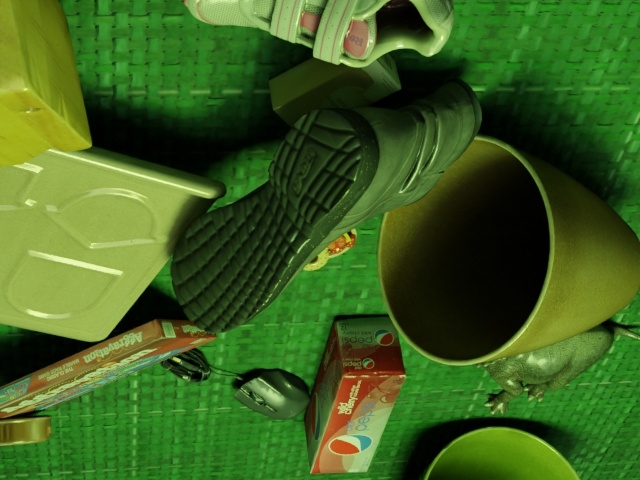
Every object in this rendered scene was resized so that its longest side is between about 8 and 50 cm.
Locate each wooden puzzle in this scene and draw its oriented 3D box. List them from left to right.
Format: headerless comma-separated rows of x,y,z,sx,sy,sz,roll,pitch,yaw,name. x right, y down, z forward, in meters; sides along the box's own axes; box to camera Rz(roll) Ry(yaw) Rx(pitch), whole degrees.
-0.313,-0.022,1.322,0.322,0.081,0.348,16,141,-29,wooden puzzle

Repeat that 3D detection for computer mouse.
-0.109,0.189,1.670,0.242,0.041,0.071,22,134,-34,computer mouse

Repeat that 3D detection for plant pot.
0.225,0.452,1.937,0.274,0.275,0.293,3,157,-17,plant pot
0.232,0.021,1.391,0.254,0.237,0.237,8,142,-42,plant pot

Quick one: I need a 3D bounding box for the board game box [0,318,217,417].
-0.278,0.157,1.552,0.281,0.027,0.145,-24,167,18,board game box

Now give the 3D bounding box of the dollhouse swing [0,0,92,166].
-0.394,-0.216,0.992,0.346,0.305,0.315,-10,173,1,dollhouse swing

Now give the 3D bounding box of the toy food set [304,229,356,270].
0.000,0.000,1.458,0.083,0.020,0.082,-19,142,14,toy food set

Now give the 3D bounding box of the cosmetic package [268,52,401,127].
0.014,-0.151,1.242,0.115,0.041,0.060,-27,141,22,cosmetic package

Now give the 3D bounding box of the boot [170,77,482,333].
0.010,-0.027,1.298,0.222,0.118,0.338,-18,164,-48,boot

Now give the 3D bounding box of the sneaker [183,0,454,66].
0.007,-0.210,1.103,0.252,0.111,0.103,-4,143,-7,sneaker

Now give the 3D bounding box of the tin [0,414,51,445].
-0.440,0.246,1.638,0.189,0.040,0.106,-2,179,-8,tin

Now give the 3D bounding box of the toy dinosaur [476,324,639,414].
0.289,0.145,1.634,0.313,0.121,0.160,6,154,-13,toy dinosaur

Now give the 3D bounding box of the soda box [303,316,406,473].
0.040,0.209,1.684,0.083,0.092,0.263,0,142,-11,soda box
